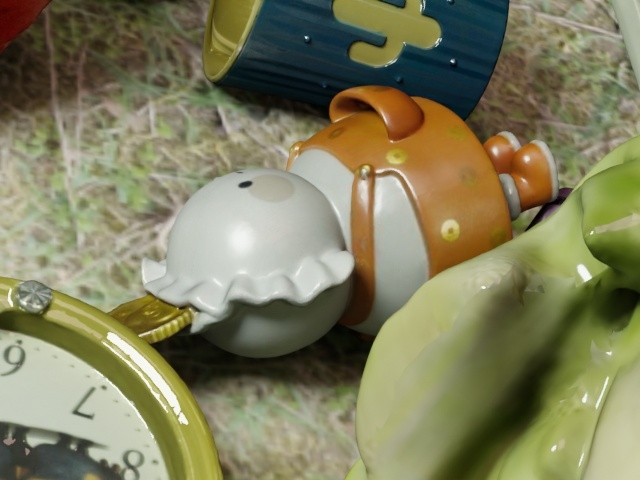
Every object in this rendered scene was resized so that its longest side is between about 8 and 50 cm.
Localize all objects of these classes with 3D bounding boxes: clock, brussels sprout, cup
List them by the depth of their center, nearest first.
[{"bbox_3d":[0.242,0.152,0.840,0.425,0.342,0.361,54,16,16],"label":"brussels sprout"},{"bbox_3d":[-0.162,0.120,0.870,0.237,0.057,0.237,10,51,-12],"label":"clock"},{"bbox_3d":[0.029,-0.157,1.141,0.155,0.176,0.131,17,7,-17],"label":"cup"}]

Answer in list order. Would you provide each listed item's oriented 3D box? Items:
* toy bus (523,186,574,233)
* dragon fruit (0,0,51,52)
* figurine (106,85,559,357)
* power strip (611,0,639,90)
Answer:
[{"bbox_3d":[0.183,0.054,1.066,0.178,0.087,0.098,33,51,4],"label":"toy bus"},{"bbox_3d":[-0.236,-0.196,1.007,0.227,0.224,0.224,44,25,-47],"label":"dragon fruit"},{"bbox_3d":[0.005,0.008,1.011,0.271,0.143,0.143,-36,69,-19],"label":"figurine"},{"bbox_3d":[0.244,-0.167,1.332,0.081,0.035,0.192,6,49,-19],"label":"power strip"}]
